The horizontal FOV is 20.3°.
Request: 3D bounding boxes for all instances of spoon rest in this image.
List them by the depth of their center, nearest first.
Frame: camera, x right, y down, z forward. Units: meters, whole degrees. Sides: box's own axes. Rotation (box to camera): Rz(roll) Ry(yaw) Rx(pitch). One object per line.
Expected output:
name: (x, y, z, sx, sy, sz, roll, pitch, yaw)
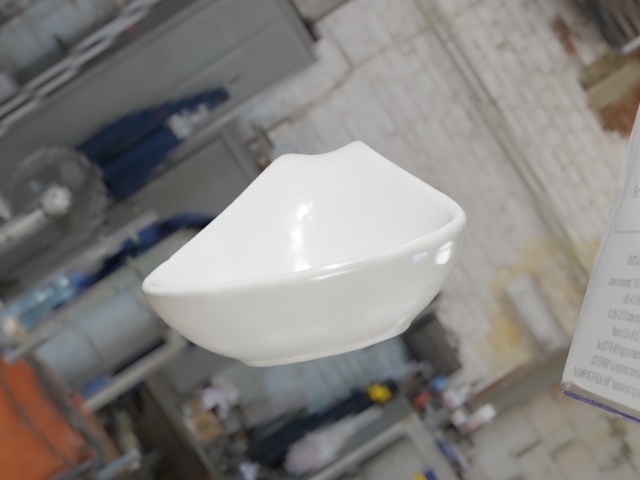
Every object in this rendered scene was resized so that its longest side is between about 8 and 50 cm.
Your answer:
spoon rest: (0.000, 0.000, 0.810, 0.276, 0.137, 0.084, -34, 112, -83)

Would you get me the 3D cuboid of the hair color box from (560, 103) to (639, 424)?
hair color box: (0.178, -0.097, 0.506, 0.110, 0.339, 0.185, 15, -1, -4)
